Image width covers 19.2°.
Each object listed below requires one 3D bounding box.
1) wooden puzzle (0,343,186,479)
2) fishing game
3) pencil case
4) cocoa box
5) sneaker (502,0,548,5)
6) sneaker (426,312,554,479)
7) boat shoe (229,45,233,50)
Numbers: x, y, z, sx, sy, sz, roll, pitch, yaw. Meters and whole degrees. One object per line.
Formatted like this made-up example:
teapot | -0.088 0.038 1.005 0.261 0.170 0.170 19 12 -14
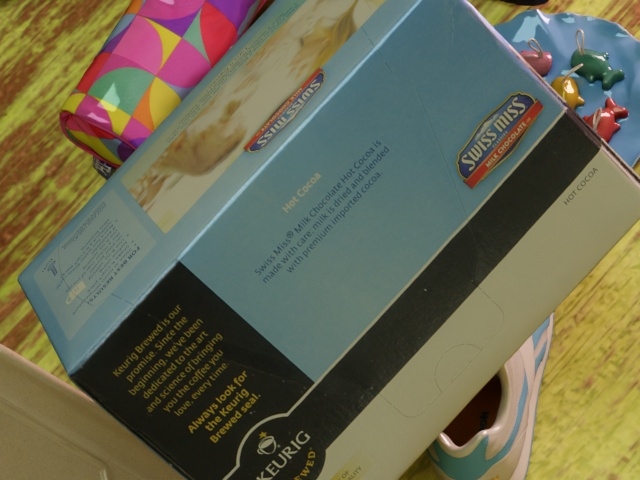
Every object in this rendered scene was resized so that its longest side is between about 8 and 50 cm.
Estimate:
wooden puzzle | -0.216 0.226 1.373 0.221 0.044 0.238 31 73 -4
fishing game | 0.178 -0.112 1.495 0.264 0.041 0.189 12 62 18
pencil case | -0.124 -0.159 1.573 0.104 0.104 0.236 20 70 24
cocoa box | 0.000 0.000 1.293 0.347 0.228 0.231 -47 23 -1
sneaker | 0.106 -0.309 1.604 0.300 0.111 0.121 36 65 23
sneaker | 0.120 0.074 1.379 0.087 0.092 0.228 -4 59 15
boat shoe | -0.003 -0.059 1.510 0.233 0.084 0.079 44 115 24
